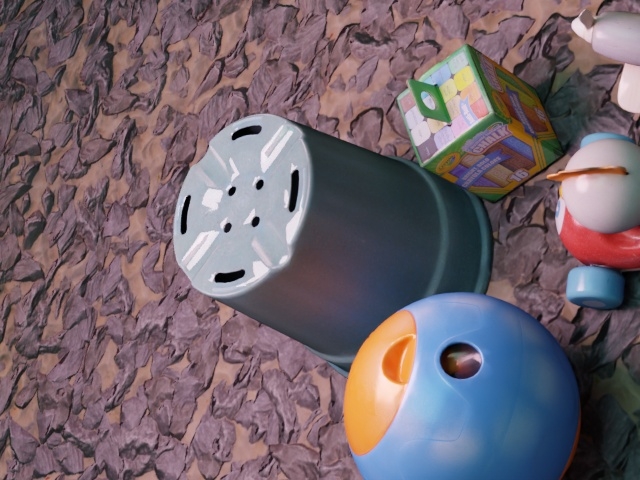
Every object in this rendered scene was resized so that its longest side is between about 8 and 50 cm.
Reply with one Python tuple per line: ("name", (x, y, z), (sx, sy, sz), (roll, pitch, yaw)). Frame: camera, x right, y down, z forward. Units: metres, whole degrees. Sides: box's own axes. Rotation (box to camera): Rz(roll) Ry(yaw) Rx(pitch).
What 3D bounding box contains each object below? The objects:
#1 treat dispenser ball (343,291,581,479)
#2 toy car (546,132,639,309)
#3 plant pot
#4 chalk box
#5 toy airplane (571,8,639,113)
("treat dispenser ball", (0.171, 0.207, 1.664), (0.288, 0.288, 0.288), (-19, 61, 37))
("toy car", (0.343, -0.054, 1.646), (0.210, 0.238, 0.219), (-5, 69, 42))
("plant pot", (0.000, 0.000, 1.880), (0.341, 0.334, 0.341), (-19, 61, 38))
("chalk box", (0.200, -0.164, 1.843), (0.132, 0.213, 0.132), (-36, 52, 27))
("toy airplane", (0.446, -0.393, 1.662), (0.384, 0.272, 0.386), (-29, 73, 46))
